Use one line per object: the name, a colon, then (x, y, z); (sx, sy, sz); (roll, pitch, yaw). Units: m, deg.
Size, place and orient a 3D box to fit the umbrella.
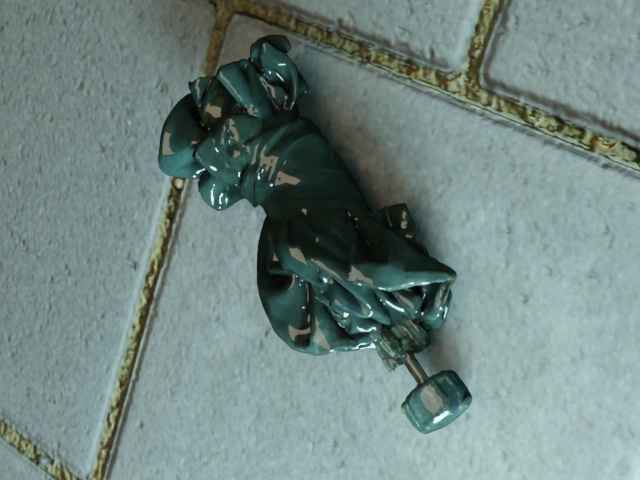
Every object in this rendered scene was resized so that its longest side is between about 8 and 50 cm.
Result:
umbrella: (0.000, -0.001, 0.991); (0.143, 0.094, 0.349); (-45, 69, 34)
